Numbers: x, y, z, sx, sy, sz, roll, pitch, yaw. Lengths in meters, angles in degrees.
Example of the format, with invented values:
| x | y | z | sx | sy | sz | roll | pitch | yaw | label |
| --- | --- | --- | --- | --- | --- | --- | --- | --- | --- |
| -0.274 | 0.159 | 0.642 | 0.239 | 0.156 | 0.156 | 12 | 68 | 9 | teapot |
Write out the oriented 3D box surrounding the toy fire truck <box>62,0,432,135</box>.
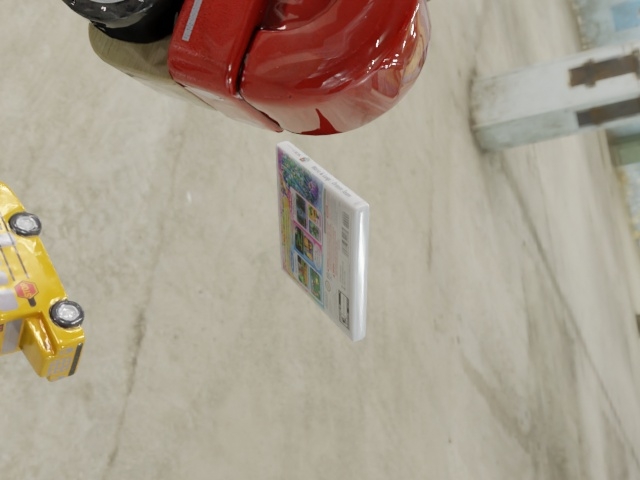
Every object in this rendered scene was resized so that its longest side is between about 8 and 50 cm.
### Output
| x | y | z | sx | sy | sz | roll | pitch | yaw | label |
| --- | --- | --- | --- | --- | --- | --- | --- | --- | --- |
| 0.046 | -0.142 | 0.363 | 0.158 | 0.246 | 0.217 | 19 | 91 | -78 | toy fire truck |

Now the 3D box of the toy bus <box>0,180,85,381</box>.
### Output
| x | y | z | sx | sy | sz | roll | pitch | yaw | label |
| --- | --- | --- | --- | --- | --- | --- | --- | --- | --- |
| -0.476 | 0.061 | 1.236 | 0.130 | 0.108 | 0.332 | -12 | 58 | -37 | toy bus |

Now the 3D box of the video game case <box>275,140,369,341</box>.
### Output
| x | y | z | sx | sy | sz | roll | pitch | yaw | label |
| --- | --- | --- | --- | --- | --- | --- | --- | --- | --- |
| 0.000 | 0.000 | 0.793 | 0.019 | 0.143 | 0.157 | -20 | 130 | -25 | video game case |
